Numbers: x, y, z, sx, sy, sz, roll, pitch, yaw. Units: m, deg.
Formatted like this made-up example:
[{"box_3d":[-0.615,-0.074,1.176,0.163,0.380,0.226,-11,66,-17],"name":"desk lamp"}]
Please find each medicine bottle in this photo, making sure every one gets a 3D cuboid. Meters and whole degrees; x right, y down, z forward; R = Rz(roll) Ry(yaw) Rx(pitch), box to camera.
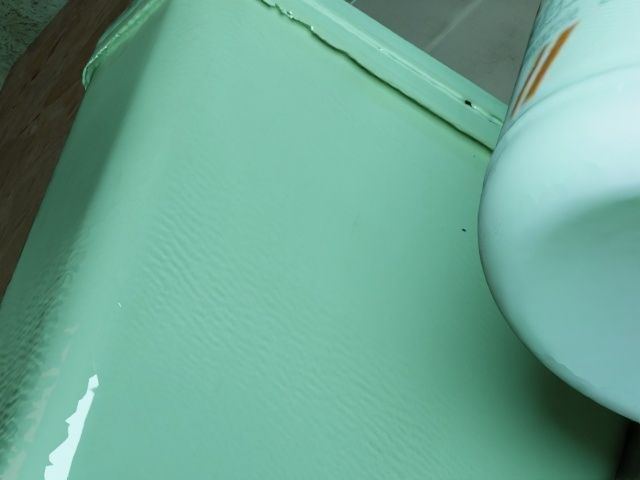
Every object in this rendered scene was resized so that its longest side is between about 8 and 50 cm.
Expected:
[{"box_3d":[0.219,-0.080,0.876,0.241,0.241,0.302,-33,30,51],"name":"medicine bottle"}]

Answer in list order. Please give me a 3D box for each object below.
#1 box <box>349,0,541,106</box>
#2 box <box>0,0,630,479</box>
[{"box_3d":[0.118,-0.131,1.272,0.215,0.086,0.215,-43,42,-6],"name":"box"},{"box_3d":[-0.003,0.078,1.019,0.177,0.352,0.344,-31,34,53],"name":"box"}]
